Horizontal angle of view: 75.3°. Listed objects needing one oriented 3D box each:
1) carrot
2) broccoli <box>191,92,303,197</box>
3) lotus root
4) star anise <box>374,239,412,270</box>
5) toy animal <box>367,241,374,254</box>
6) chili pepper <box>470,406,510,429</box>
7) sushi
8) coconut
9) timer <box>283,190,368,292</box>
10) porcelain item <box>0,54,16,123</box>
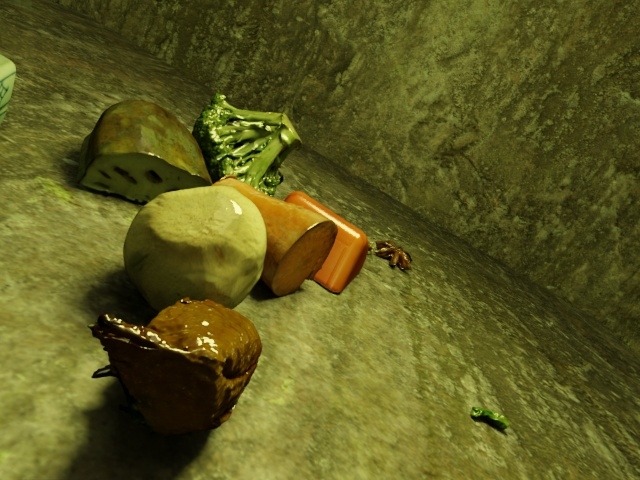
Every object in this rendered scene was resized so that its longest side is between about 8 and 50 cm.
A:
[{"bbox_3d":[-0.118,-0.027,0.867,0.254,0.195,0.196,36,19,20],"label":"carrot"},{"bbox_3d":[-0.199,-0.235,1.105,0.321,0.284,0.303,57,15,-24],"label":"broccoli"},{"bbox_3d":[-0.362,-0.208,0.921,0.267,0.149,0.260,20,39,-40],"label":"lotus root"},{"bbox_3d":[0.259,0.049,1.454,0.168,0.057,0.168,28,17,-10],"label":"star anise"},{"bbox_3d":[0.076,-0.015,1.313,0.276,0.054,0.149,21,-5,-22],"label":"toy animal"},{"bbox_3d":[0.341,0.353,0.836,0.091,0.030,0.034,25,44,-11],"label":"chili pepper"},{"bbox_3d":[-0.153,0.136,0.444,0.140,0.148,0.287,22,-3,6],"label":"sushi"},{"bbox_3d":[-0.187,0.018,0.634,0.224,0.224,0.224,28,19,-10],"label":"coconut"},{"bbox_3d":[0.000,0.000,1.113,0.258,0.161,0.250,34,3,10],"label":"timer"},{"bbox_3d":[-0.683,-0.270,0.662,0.282,0.157,0.285,22,19,-32],"label":"porcelain item"}]
